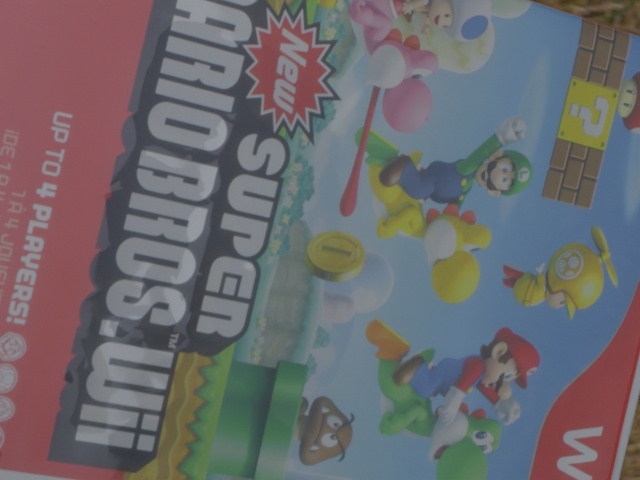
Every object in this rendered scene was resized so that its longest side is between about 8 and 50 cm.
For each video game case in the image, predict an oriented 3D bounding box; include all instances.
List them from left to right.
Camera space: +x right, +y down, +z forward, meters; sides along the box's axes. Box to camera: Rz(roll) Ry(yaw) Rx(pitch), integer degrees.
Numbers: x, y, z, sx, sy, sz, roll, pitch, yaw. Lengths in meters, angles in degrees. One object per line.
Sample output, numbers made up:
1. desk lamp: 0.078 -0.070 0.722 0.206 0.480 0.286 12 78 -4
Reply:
1. video game case: 0.000 0.000 0.577 0.025 0.285 0.204 14 91 63
